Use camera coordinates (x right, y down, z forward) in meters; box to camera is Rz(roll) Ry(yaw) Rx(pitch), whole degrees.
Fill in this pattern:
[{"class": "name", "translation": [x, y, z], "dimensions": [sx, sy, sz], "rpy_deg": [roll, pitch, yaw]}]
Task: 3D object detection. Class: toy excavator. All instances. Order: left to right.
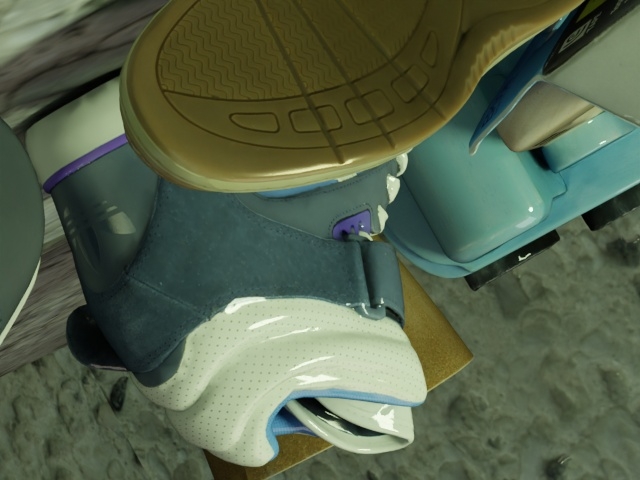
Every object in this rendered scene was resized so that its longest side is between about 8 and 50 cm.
[{"class": "toy excavator", "translation": [0.195, -0.100, 1.554], "dimensions": [0.433, 0.222, 0.445], "rpy_deg": [-30, 178, 26]}]

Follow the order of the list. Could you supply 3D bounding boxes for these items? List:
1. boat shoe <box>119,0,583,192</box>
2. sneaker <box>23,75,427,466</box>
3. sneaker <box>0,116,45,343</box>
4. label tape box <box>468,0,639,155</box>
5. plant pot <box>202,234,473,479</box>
[{"class": "boat shoe", "translation": [0.015, -0.090, 0.794], "dimensions": [0.302, 0.109, 0.098], "rpy_deg": [-35, -178, -41]}, {"class": "sneaker", "translation": [0.000, 0.000, 0.959], "dimensions": [0.130, 0.236, 0.323], "rpy_deg": [-30, 178, 40]}, {"class": "sneaker", "translation": [-0.162, 0.011, 0.443], "dimensions": [0.127, 0.126, 0.321], "rpy_deg": [-23, -179, 36]}, {"class": "label tape box", "translation": [0.263, -0.164, 0.954], "dimensions": [0.348, 0.115, 0.249], "rpy_deg": [-39, -171, 40]}, {"class": "plant pot", "translation": [-0.036, 0.042, 1.431], "dimensions": [0.237, 0.254, 0.237], "rpy_deg": [-28, 179, -1]}]
